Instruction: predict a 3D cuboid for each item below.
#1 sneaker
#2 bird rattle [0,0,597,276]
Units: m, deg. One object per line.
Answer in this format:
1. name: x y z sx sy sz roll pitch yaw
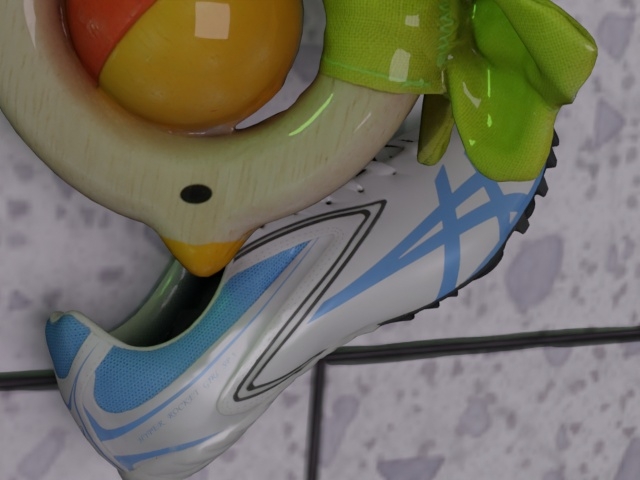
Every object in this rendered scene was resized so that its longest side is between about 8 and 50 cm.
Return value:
1. sneaker: 0.000 0.000 0.607 0.237 0.085 0.086 -36 110 -21
2. bird rattle: -0.030 -0.105 0.519 0.207 0.143 0.253 -44 101 7
